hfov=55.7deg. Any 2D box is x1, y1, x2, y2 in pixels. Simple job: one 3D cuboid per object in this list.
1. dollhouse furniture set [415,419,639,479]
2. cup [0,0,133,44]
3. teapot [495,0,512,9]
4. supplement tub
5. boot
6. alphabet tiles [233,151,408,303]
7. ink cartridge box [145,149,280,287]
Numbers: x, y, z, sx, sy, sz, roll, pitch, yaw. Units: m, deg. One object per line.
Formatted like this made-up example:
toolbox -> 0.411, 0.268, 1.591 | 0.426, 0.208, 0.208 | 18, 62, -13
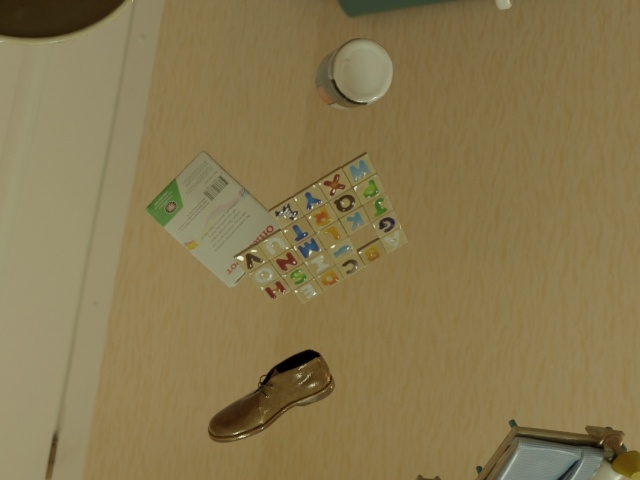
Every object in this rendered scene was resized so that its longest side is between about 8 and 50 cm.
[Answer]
dollhouse furniture set -> 0.286, 0.405, 0.851 | 0.286, 0.303, 0.198 | 13, -151, -19
cup -> -0.392, -0.406, 0.741 | 0.331, 0.331, 0.237 | 13, -175, -34
teapot -> 0.277, -0.529, 0.932 | 0.252, 0.187, 0.256 | 37, 132, -6
supplement tub -> 0.056, -0.307, 1.140 | 0.117, 0.117, 0.190 | 9, -173, -13
boot -> -0.122, 0.340, 1.355 | 0.305, 0.115, 0.112 | -26, -145, -12
alphabet tiles -> 0.000, 0.000, 0.899 | 0.237, 0.009, 0.198 | -31, 134, 2
ink cartridge box -> -0.192, -0.036, 1.135 | 0.212, 0.154, 0.093 | 43, 172, -3
